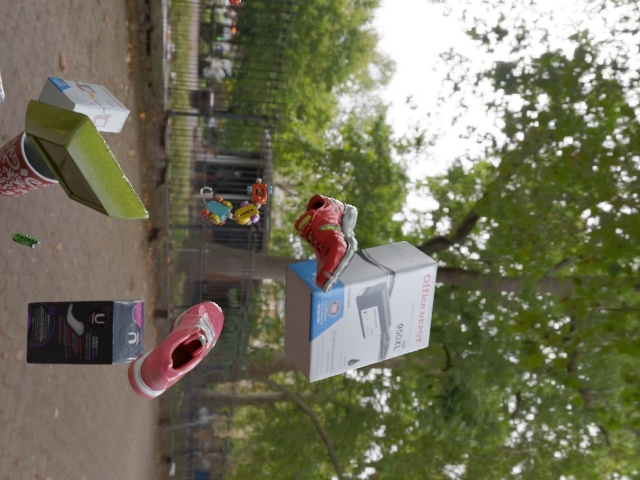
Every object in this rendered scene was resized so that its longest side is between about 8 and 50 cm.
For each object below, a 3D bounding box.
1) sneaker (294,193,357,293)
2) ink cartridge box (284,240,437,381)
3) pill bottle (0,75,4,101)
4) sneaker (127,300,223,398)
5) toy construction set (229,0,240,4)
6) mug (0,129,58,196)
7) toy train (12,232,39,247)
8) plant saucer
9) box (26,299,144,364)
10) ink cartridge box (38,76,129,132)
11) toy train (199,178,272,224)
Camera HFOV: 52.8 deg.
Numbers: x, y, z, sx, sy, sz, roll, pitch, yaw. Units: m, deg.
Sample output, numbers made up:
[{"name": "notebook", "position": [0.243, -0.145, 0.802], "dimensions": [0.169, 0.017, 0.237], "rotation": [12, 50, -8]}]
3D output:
[{"name": "sneaker", "position": [0.000, 0.000, 1.287], "dimensions": [0.107, 0.118, 0.279], "rotation": [-55, -165, 28]}, {"name": "ink cartridge box", "position": [0.111, 0.187, 1.785], "dimensions": [0.166, 0.395, 0.285], "rotation": [39, -46, 52]}, {"name": "pill bottle", "position": [-0.607, -0.294, 1.180], "dimensions": [0.043, 0.043, 0.083], "rotation": [119, -45, -67]}, {"name": "sneaker", "position": [-0.284, 0.233, 1.443], "dimensions": [0.116, 0.136, 0.314], "rotation": [56, 34, -11]}, {"name": "toy construction set", "position": [-0.201, -0.690, 1.474], "dimensions": [0.327, 0.215, 0.151], "rotation": [77, 4, -48]}, {"name": "mug", "position": [-0.516, -0.145, 1.184], "dimensions": [0.169, 0.150, 0.113], "rotation": [-13, -80, 38]}, {"name": "toy train", "position": [-0.699, 0.001, 1.530], "dimensions": [0.023, 0.083, 0.017], "rotation": [-56, 145, -29]}, {"name": "plant saucer", "position": [-0.367, -0.112, 0.980], "dimensions": [0.188, 0.045, 0.188], "rotation": [20, -36, 40]}, {"name": "box", "position": [-0.617, 0.240, 1.705], "dimensions": [0.143, 0.270, 0.165], "rotation": [14, 75, -71]}, {"name": "ink cartridge box", "position": [-0.417, -0.239, 1.145], "dimensions": [0.088, 0.122, 0.052], "rotation": [43, -68, 20]}, {"name": "toy train", "position": [-0.193, -0.082, 1.492], "dimensions": [0.046, 0.166, 0.125], "rotation": [95, -11, -52]}]
